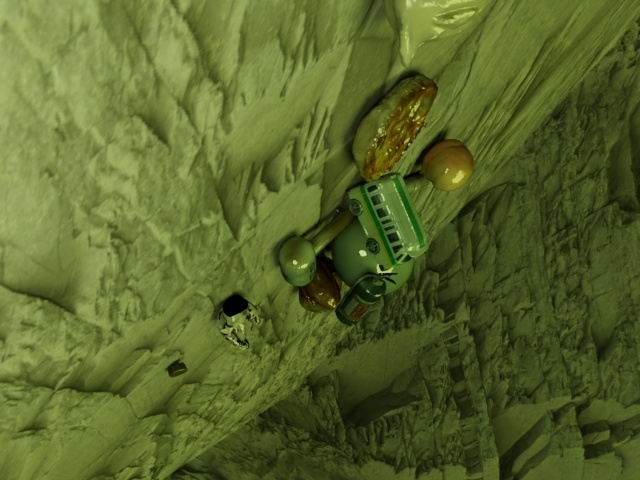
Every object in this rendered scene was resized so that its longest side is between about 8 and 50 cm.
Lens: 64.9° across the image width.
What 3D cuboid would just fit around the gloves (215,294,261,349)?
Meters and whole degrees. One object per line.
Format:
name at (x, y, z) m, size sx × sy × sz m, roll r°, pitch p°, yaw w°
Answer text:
gloves at (-0.253, 0.252, 1.538) m, size 0.212 × 0.111 × 0.127 m, roll 106°, pitch 10°, yaw -54°

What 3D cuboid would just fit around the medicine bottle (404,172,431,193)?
medicine bottle at (0.324, -0.198, 1.866) m, size 0.092 × 0.061 × 0.220 m, roll -33°, pitch 173°, yaw 41°

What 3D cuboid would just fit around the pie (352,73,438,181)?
pie at (0.186, -0.289, 1.289) m, size 0.315 × 0.092 × 0.315 m, roll -44°, pitch 164°, yaw -16°

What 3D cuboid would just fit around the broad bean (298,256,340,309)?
broad bean at (-0.010, 0.143, 1.658) m, size 0.122 × 0.228 × 0.156 m, roll -26°, pitch 129°, yaw 1°

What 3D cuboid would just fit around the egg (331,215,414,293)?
egg at (0.184, 0.053, 1.750) m, size 0.276 × 0.276 × 0.389 m, roll -46°, pitch 151°, yaw 8°

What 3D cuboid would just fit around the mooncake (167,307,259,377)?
mooncake at (-0.331, 0.335, 1.634) m, size 0.347 × 0.057 × 0.150 m, roll -28°, pitch 170°, yaw -49°

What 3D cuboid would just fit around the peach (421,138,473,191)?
peach at (0.453, -0.270, 1.785) m, size 0.184 × 0.184 × 0.184 m, roll -39°, pitch 162°, yaw -15°

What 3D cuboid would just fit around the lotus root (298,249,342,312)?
lotus root at (0.006, 0.162, 1.857) m, size 0.154 × 0.154 × 0.278 m, roll -29°, pitch 150°, yaw -40°

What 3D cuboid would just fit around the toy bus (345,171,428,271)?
toy bus at (0.209, -0.060, 1.500) m, size 0.133 × 0.276 × 0.164 m, roll -29°, pitch -174°, yaw -39°

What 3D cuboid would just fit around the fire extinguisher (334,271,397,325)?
fire extinguisher at (0.140, 0.171, 1.592) m, size 0.294 × 0.118 × 0.093 m, roll 122°, pitch -19°, yaw -49°

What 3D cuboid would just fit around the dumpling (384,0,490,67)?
dumpling at (0.206, -0.469, 0.851) m, size 0.318 × 0.187 × 0.243 m, roll -48°, pitch -156°, yaw 40°

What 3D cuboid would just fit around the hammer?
hammer at (0.000, 0.000, 1.527) m, size 0.305 × 0.113 × 0.202 m, roll -44°, pitch 167°, yaw -16°
